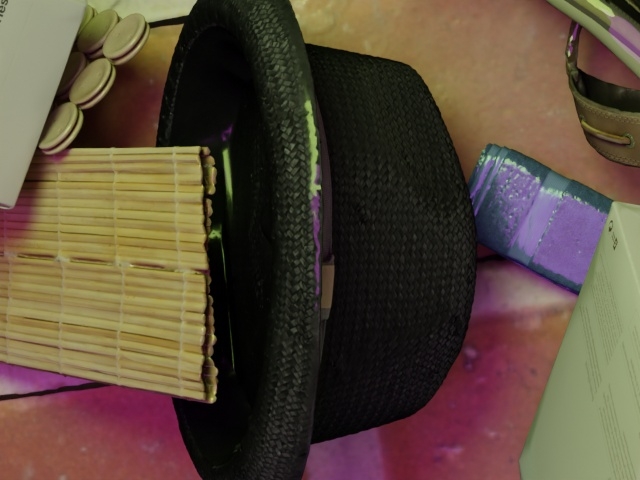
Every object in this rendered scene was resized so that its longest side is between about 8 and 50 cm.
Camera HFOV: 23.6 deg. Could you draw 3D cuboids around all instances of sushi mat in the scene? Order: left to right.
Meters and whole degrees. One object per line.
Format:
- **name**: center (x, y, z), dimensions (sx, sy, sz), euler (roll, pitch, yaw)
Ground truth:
- **sushi mat**: center (-0.168, 0.014, 1.005), dimensions (0.316, 0.019, 0.152), euler (4, 93, 47)

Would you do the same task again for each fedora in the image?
- **fedora**: center (0.000, 0.000, 0.956), dimensions (0.152, 0.334, 0.334), euler (-1, 90, -22)

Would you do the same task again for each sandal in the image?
- **sandal**: center (0.212, -0.072, 0.946), dimensions (0.086, 0.120, 0.303), euler (-45, 80, 25)

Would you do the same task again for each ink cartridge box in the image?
- **ink cartridge box**: center (-0.261, -0.124, 1.029), dimensions (0.208, 0.086, 0.153), euler (27, 98, 49)

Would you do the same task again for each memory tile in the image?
- **memory tile**: center (-0.179, -0.113, 1.042), dimensions (0.148, 0.012, 0.113), euler (21, 73, 52)

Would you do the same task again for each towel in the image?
- **towel**: center (0.149, -0.011, 1.002), dimensions (0.119, 0.029, 0.067), euler (29, 97, 14)

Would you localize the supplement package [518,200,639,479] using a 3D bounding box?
- **supplement package**: center (0.214, 0.123, 0.848), dimensions (0.149, 0.194, 0.203), euler (10, 123, -6)
